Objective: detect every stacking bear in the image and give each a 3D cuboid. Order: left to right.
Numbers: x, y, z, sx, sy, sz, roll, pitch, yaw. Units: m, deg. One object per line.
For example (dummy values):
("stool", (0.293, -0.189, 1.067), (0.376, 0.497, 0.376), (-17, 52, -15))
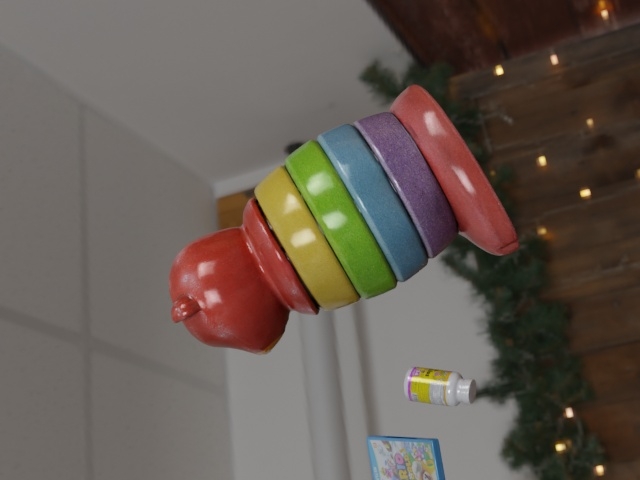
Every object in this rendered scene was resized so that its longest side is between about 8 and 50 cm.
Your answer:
("stacking bear", (0.000, 0.000, 0.959), (0.164, 0.289, 0.175), (60, 180, -11))

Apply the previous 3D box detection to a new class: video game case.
("video game case", (0.130, 0.354, 1.609), (0.015, 0.166, 0.119), (-9, -92, -33))

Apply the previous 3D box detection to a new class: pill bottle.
("pill bottle", (0.148, 0.181, 1.323), (0.043, 0.083, 0.043), (-16, -72, -62))
